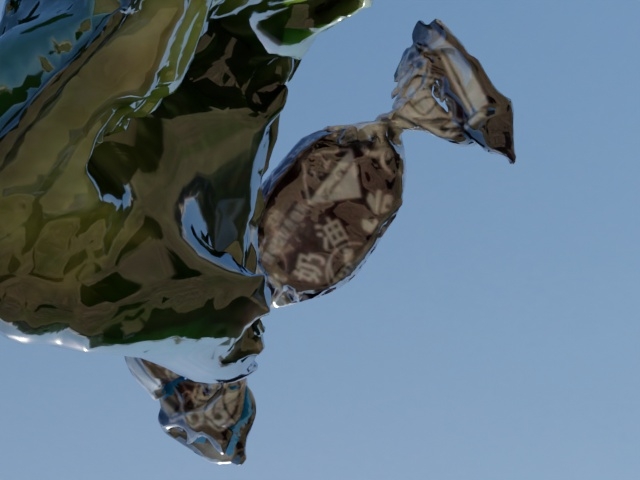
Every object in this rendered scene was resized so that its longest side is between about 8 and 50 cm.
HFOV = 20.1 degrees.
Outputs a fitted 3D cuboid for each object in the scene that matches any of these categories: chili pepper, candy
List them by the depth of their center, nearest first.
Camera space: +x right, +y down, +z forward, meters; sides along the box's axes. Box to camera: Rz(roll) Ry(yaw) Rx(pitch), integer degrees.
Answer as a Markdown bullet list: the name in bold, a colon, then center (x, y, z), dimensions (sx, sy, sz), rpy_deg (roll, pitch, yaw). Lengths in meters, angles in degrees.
- **chili pepper**: center (-0.015, -0.090, 0.471), dimensions (0.148, 0.116, 0.264), rpy_deg (6, -54, -55)
- **candy**: center (0.000, 0.000, 0.826), dimensions (0.094, 0.051, 0.226), rpy_deg (38, -89, 1)
